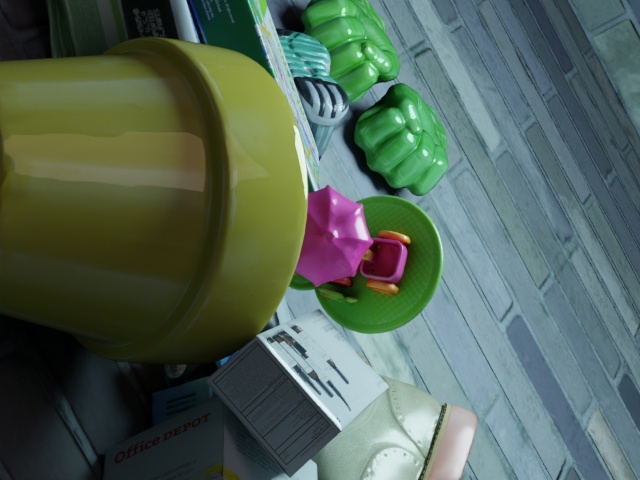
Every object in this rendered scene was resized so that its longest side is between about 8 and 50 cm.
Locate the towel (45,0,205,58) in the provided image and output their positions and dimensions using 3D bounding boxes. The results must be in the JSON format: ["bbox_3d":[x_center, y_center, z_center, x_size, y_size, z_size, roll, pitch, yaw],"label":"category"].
[{"bbox_3d":[-0.182,-0.278,1.495,0.325,0.038,0.248,-10,88,-62],"label":"towel"}]

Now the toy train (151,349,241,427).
[{"bbox_3d":[-0.074,0.153,1.306,0.184,0.080,0.105,33,47,-51],"label":"toy train"}]

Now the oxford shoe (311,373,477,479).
[{"bbox_3d":[0.020,0.267,1.356,0.146,0.140,0.397,30,35,2],"label":"oxford shoe"}]

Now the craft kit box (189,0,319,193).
[{"bbox_3d":[-0.064,-0.168,1.462,0.246,0.061,0.250,-103,173,-75],"label":"craft kit box"}]

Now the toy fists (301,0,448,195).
[{"bbox_3d":[0.070,-0.183,1.857,0.279,0.096,0.142,59,27,-12],"label":"toy fists"}]

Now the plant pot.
[{"bbox_3d":[-0.178,-0.034,1.115,0.239,0.254,0.254,4,61,-43],"label":"plant pot"}]

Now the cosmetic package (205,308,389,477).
[{"bbox_3d":[-0.011,0.117,1.219,0.099,0.060,0.239,50,10,5],"label":"cosmetic package"}]

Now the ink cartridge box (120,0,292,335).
[{"bbox_3d":[-0.098,-0.039,1.395,0.307,0.072,0.303,77,-3,-69],"label":"ink cartridge box"}]

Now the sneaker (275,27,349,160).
[{"bbox_3d":[-0.032,-0.164,1.701,0.083,0.098,0.223,11,27,-17],"label":"sneaker"}]

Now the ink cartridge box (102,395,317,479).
[{"bbox_3d":[-0.085,0.235,1.143,0.127,0.128,0.176,42,34,-37],"label":"ink cartridge box"}]

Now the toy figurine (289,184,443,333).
[{"bbox_3d":[0.000,0.000,1.310,0.159,0.173,0.130,30,73,-61],"label":"toy figurine"}]
